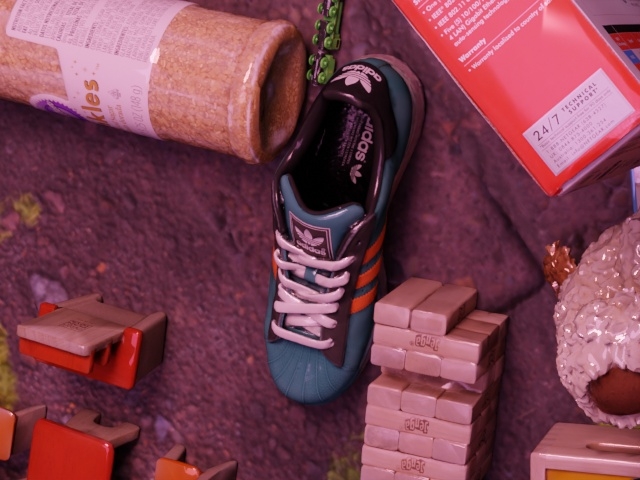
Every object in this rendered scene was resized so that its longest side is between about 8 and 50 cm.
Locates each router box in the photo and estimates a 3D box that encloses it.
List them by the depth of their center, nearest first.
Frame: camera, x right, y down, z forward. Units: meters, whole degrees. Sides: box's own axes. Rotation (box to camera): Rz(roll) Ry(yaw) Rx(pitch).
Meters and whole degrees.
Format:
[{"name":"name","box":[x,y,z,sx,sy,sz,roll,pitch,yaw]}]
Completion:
[{"name":"router box","box":[0.134,-0.184,0.984,0.082,0.335,0.301,-41,79,24]}]

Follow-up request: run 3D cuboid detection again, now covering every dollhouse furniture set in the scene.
[{"name":"dollhouse furniture set","box":[-0.218,0.186,1.322,0.262,0.135,0.259,14,106,19]}]

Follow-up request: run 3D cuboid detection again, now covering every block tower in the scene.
[{"name":"block tower","box":[0.084,0.208,1.227,0.091,0.097,0.335,10,106,21]}]

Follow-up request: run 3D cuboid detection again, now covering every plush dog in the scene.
[{"name":"plush dog","box":[0.280,0.018,1.054,0.225,0.262,0.210,-44,43,19]}]

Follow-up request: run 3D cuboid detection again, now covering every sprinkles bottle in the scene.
[{"name":"sprinkles bottle","box":[-0.193,-0.157,1.248,0.355,0.121,0.121,14,106,19]}]

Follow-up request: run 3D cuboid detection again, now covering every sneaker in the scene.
[{"name":"sneaker","box":[0.000,0.000,1.202,0.108,0.121,0.302,17,107,19]}]

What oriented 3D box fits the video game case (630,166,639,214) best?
[{"name":"video game case","box":[0.317,-0.044,1.121,0.166,0.015,0.119,-3,99,23]}]

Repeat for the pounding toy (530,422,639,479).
[{"name":"pounding toy","box":[0.210,0.257,1.184,0.181,0.094,0.206,3,101,22]}]

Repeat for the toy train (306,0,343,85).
[{"name":"toy train","box":[0.006,-0.166,1.218,0.017,0.023,0.083,21,109,34]}]
